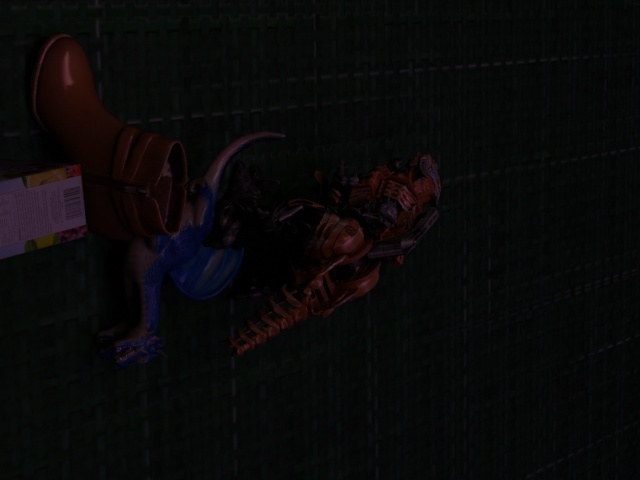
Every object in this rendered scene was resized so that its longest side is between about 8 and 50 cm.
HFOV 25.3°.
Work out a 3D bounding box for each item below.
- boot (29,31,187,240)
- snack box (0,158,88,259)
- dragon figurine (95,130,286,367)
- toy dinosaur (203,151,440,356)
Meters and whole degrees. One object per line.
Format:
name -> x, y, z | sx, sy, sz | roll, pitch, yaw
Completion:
boot -> -0.193, -0.097, 1.341 | 0.073, 0.152, 0.197 | -24, 114, -47
snack box -> -0.326, -0.019, 1.171 | 0.207, 0.174, 0.070 | -21, 110, -48
dragon figurine -> -0.139, 0.006, 1.473 | 0.289, 0.085, 0.144 | -44, 129, -32
toy dinosaur -> 0.000, 0.000, 1.540 | 0.322, 0.218, 0.164 | -24, 114, -47
